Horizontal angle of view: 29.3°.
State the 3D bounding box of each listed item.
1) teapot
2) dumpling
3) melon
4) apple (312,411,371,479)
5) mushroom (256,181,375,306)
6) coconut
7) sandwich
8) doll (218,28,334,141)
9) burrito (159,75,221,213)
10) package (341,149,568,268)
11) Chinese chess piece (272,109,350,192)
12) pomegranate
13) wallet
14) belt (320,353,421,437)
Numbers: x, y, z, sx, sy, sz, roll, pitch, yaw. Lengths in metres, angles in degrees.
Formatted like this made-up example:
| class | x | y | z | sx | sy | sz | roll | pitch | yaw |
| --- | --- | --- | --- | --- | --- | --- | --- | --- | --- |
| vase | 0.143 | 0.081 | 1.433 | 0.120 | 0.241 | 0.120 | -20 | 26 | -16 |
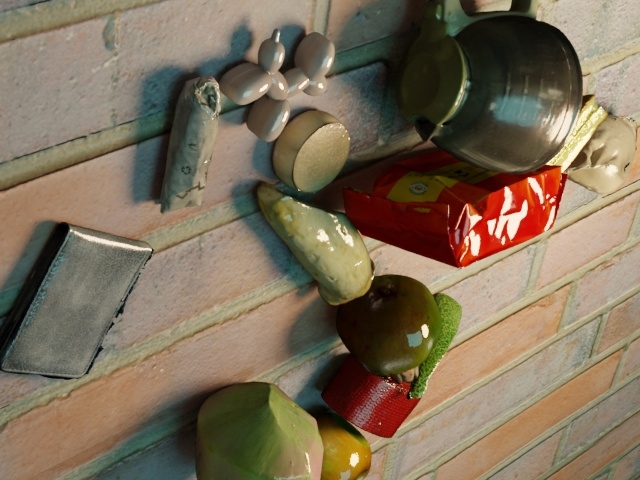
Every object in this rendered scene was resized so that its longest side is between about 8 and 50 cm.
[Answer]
| class | x | y | z | sx | sy | sz | roll | pitch | yaw |
| --- | --- | --- | --- | --- | --- | --- | --- | --- | --- |
| teapot | 0.250 | -0.261 | 1.811 | 0.239 | 0.239 | 0.322 | 4 | 122 | -39 |
| dumpling | 0.520 | -0.154 | 2.348 | 0.247 | 0.142 | 0.172 | -27 | 174 | -43 |
| melon | 0.190 | 0.193 | 2.228 | 0.114 | 0.053 | 0.262 | -31 | -161 | 33 |
| apple | 0.015 | 0.398 | 2.204 | 0.146 | 0.147 | 0.163 | -52 | 148 | 1 |
| mushroom | 0.003 | -0.002 | 1.881 | 0.107 | 0.087 | 0.333 | -47 | 143 | -10 |
| coconut | -0.099 | 0.327 | 1.950 | 0.204 | 0.236 | 0.236 | 4 | 124 | -12 |
| sandwich | 0.405 | -0.170 | 2.212 | 0.244 | 0.088 | 0.090 | -50 | 138 | 3 |
| doll | -0.048 | -0.217 | 1.643 | 0.160 | 0.059 | 0.161 | -48 | 146 | -5 |
| burrito | -0.168 | -0.121 | 1.588 | 0.064 | 0.064 | 0.203 | -17 | 134 | -41 |
| package | 0.221 | -0.062 | 1.946 | 0.423 | 0.196 | 0.123 | -19 | 120 | -52 |
| Chinese chess piece | -0.014 | -0.129 | 1.773 | 0.122 | 0.051 | 0.122 | -31 | 139 | -31 |
| pomegranate | 0.122 | 0.160 | 2.085 | 0.180 | 0.180 | 0.210 | -38 | 134 | -21 |
| wallet | -0.328 | 0.084 | 1.606 | 0.167 | 0.036 | 0.222 | 15 | 106 | -54 |
| belt | 0.099 | 0.272 | 2.208 | 0.124 | 0.128 | 0.201 | -54 | 145 | 4 |
